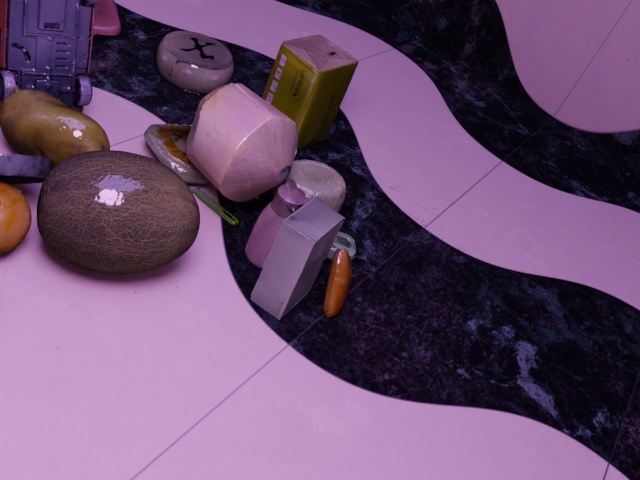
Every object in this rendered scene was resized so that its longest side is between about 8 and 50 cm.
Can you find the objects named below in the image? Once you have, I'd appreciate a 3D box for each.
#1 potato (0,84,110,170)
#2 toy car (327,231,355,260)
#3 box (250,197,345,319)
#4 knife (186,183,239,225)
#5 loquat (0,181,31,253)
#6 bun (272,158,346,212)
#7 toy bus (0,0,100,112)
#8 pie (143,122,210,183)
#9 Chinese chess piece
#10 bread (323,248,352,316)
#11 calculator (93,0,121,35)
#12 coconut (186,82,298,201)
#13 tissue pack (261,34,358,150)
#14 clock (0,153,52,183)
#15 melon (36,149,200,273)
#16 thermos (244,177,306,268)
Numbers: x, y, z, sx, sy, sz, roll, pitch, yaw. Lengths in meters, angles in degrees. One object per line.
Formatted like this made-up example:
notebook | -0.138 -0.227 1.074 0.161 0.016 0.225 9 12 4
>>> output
potato | -0.574 -0.231 1.482 0.248 0.169 0.144 22 66 10
toy car | 0.000 0.000 1.638 0.186 0.058 0.093 16 40 -14
box | -0.050 0.038 1.420 0.086 0.225 0.129 35 37 12
knife | -0.267 -0.101 1.635 0.212 0.015 0.054 39 33 19
loquat | -0.611 -0.043 1.256 0.163 0.137 0.163 3 46 -3
bun | -0.031 -0.118 1.708 0.195 0.118 0.195 13 36 -10
toy bus | -0.640 -0.495 1.556 0.203 0.427 0.233 -5 36 -36
pie | -0.330 -0.221 1.699 0.240 0.054 0.241 22 30 -13
Chinese chess piece | -0.369 -0.528 2.027 0.237 0.092 0.238 17 38 -14
bread | 0.043 0.074 1.510 0.054 0.136 0.154 8 33 4
calculator | -0.723 -0.717 2.080 0.220 0.048 0.330 -1 47 -34
coconut | -0.167 -0.212 1.554 0.244 0.239 0.239 43 39 23
tissue pack | -0.044 -0.410 1.924 0.167 0.275 0.200 39 38 16
clock | -0.635 -0.137 1.327 0.214 0.042 0.215 -1 1 0
melon | -0.385 -0.052 1.324 0.301 0.238 0.238 7 41 -25
thermos | -0.094 -0.047 1.525 0.104 0.193 0.137 12 38 -17
